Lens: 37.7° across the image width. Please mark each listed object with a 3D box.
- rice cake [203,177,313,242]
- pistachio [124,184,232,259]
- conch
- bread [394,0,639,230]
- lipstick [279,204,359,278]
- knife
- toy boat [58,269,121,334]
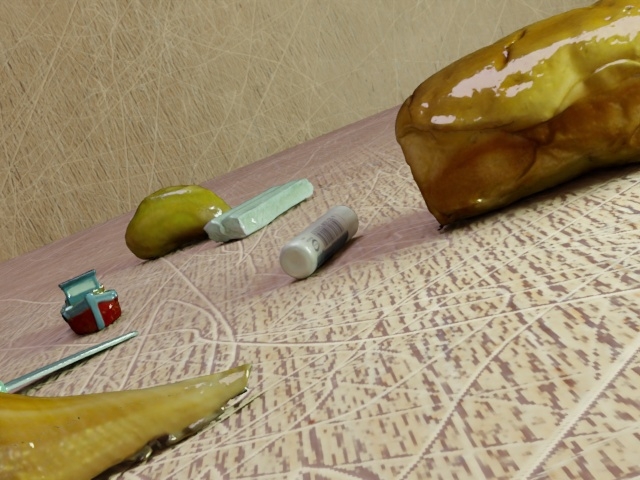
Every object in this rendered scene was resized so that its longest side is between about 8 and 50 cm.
[{"bbox_3d":[-0.094,-0.048,1.454,0.085,0.040,0.226,-16,11,31],"label":"rice cake"},{"bbox_3d":[-0.236,-0.039,1.535,0.189,0.110,0.100,-19,41,15],"label":"pistachio"},{"bbox_3d":[-0.200,0.120,0.557,0.330,0.093,0.109,-22,2,-10],"label":"conch"},{"bbox_3d":[0.237,-0.136,0.857,0.344,0.149,0.195,-19,9,19],"label":"bread"},{"bbox_3d":[0.000,0.000,0.959,0.040,0.040,0.141,-18,10,25],"label":"lipstick"},{"bbox_3d":[-0.287,0.137,0.888,0.260,0.034,0.063,-22,0,-45],"label":"knife"},{"bbox_3d":[-0.279,0.072,1.123,0.069,0.059,0.173,-24,9,-16],"label":"toy boat"}]
